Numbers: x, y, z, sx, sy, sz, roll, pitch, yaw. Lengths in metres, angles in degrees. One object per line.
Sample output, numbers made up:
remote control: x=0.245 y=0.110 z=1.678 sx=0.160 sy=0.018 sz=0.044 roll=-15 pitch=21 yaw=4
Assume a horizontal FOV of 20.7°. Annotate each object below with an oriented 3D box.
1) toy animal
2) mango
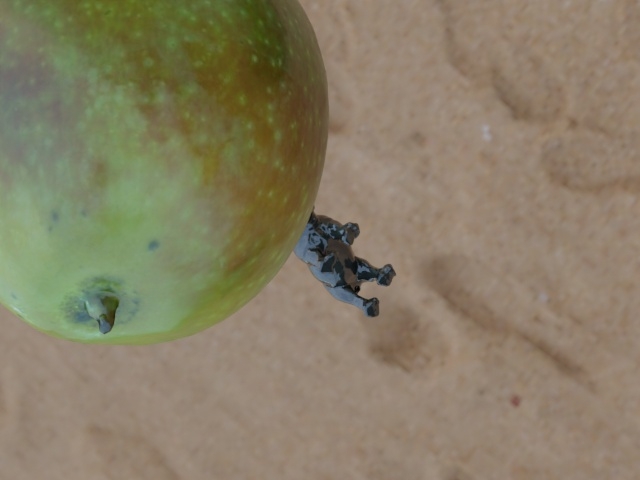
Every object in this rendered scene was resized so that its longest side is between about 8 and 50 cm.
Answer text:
toy animal: x=0.000 y=0.000 z=1.327 sx=0.065 sy=0.047 sz=0.135 roll=26 pitch=163 yaw=52
mango: x=-0.125 y=-0.105 z=0.947 sx=0.201 sy=0.225 sz=0.382 roll=81 pitch=168 yaw=-49
